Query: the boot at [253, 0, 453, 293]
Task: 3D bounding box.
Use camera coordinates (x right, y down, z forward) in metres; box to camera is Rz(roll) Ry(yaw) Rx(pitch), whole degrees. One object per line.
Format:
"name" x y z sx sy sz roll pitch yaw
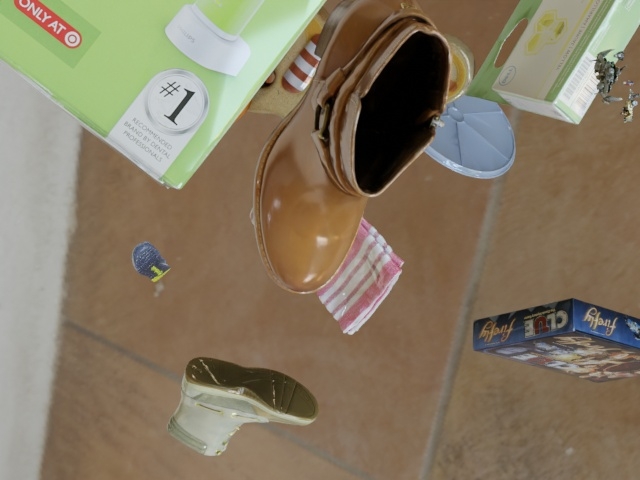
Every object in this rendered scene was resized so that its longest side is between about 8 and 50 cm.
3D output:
"boot" 0.028 -0.059 0.861 0.220 0.109 0.284 -121 51 -69

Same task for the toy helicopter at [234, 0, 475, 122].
"toy helicopter" 0.011 -0.244 1.276 0.355 0.140 0.235 10 111 7

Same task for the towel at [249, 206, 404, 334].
"towel" 0.000 0.000 1.206 0.197 0.029 0.144 48 142 13

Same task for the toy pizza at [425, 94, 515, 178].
"toy pizza" 0.173 -0.159 1.428 0.201 0.201 0.032 55 134 15

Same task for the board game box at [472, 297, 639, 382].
"board game box" 0.336 0.131 1.346 0.165 0.243 0.042 -20 60 50

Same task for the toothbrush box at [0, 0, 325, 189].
"toothbrush box" -0.076 -0.199 0.570 0.206 0.122 0.283 37 87 -12

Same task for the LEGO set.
"LEGO set" 0.251 -0.138 0.928 0.023 0.083 0.054 -4 116 -5

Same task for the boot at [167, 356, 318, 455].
"boot" -0.122 0.272 1.649 0.213 0.077 0.165 17 130 -7

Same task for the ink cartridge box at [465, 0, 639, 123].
"ink cartridge box" 0.262 -0.239 1.266 0.171 0.056 0.235 -59 32 0

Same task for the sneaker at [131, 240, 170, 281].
"sneaker" -0.320 0.030 1.944 0.053 0.144 0.059 -37 73 -8
